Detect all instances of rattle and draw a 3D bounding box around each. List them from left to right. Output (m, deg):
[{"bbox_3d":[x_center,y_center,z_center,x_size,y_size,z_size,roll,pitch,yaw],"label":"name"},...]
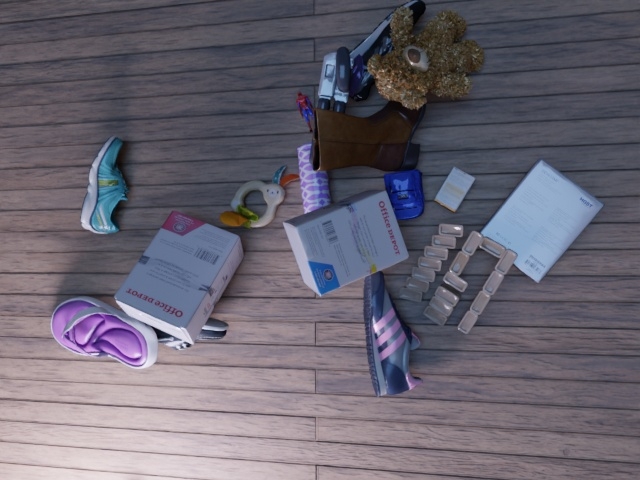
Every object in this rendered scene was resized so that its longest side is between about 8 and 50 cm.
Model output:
[{"bbox_3d":[-0.159,-0.122,1.516,0.199,0.142,0.130,-33,64,16],"label":"rattle"}]

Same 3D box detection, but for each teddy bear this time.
[{"bbox_3d":[0.263,-0.432,1.357,0.113,0.337,0.245,-16,90,55],"label":"teddy bear"}]

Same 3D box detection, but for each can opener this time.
[{"bbox_3d":[0.025,-0.321,1.417,0.075,0.095,0.284,9,91,2],"label":"can opener"}]

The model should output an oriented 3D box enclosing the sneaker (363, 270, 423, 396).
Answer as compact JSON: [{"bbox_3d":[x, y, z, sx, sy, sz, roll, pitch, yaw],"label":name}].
[{"bbox_3d":[0.178,0.220,1.462,0.130,0.112,0.320,-6,91,-4],"label":"sneaker"}]

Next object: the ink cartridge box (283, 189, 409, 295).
[{"bbox_3d":[0.057,-0.002,1.397,0.232,0.168,0.171,-21,100,-11],"label":"ink cartridge box"}]

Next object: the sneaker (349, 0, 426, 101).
[{"bbox_3d":[0.170,-0.468,1.473,0.283,0.107,0.124,-41,90,17],"label":"sneaker"}]

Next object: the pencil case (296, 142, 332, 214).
[{"bbox_3d":[-0.008,-0.150,1.508,0.088,0.086,0.206,-7,90,-22],"label":"pencil case"}]

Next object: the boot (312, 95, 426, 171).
[{"bbox_3d":[0.106,-0.296,1.405,0.280,0.096,0.265,-1,107,-24],"label":"boot"}]

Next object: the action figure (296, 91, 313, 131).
[{"bbox_3d":[-0.036,-0.342,1.544,0.038,0.030,0.115,-24,79,6],"label":"action figure"}]

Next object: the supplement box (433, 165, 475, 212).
[{"bbox_3d":[0.332,-0.126,1.453,0.062,0.036,0.099,32,96,11],"label":"supplement box"}]

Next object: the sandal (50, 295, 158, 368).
[{"bbox_3d":[-0.610,0.246,1.575,0.415,0.102,0.170,3,97,30],"label":"sandal"}]

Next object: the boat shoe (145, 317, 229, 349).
[{"bbox_3d":[-0.385,0.249,1.578,0.302,0.114,0.091,3,89,25],"label":"boat shoe"}]

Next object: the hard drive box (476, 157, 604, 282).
[{"bbox_3d":[0.512,-0.046,1.385,0.181,0.089,0.232,40,98,10],"label":"hard drive box"}]

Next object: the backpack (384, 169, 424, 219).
[{"bbox_3d":[0.205,-0.110,1.451,0.097,0.101,0.120,-6,93,19],"label":"backpack"}]

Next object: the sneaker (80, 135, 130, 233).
[{"bbox_3d":[-0.587,-0.154,1.645,0.109,0.107,0.276,12,97,-7],"label":"sneaker"}]

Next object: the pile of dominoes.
[{"bbox_3d":[0.328,0.084,1.419,0.195,0.040,0.251,33,110,16],"label":"pile of dominoes"}]

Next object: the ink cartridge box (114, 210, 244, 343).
[{"bbox_3d":[-0.354,0.090,1.500,0.207,0.117,0.283,21,63,12],"label":"ink cartridge box"}]
